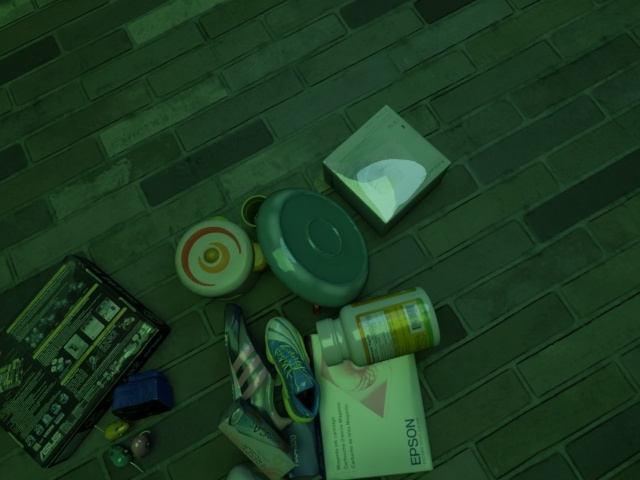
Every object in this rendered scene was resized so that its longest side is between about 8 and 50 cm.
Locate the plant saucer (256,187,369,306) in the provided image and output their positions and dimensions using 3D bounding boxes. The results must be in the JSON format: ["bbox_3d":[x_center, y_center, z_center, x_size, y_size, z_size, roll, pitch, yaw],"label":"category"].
[{"bbox_3d":[0.000,0.000,0.983,0.318,0.044,0.317,23,47,-27],"label":"plant saucer"}]

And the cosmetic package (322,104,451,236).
[{"bbox_3d":[0.162,-0.173,1.075,0.224,0.138,0.224,-43,79,-6],"label":"cosmetic package"}]

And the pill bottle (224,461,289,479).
[{"bbox_3d":[-0.179,0.654,0.877,0.182,0.181,0.323,27,80,9],"label":"pill bottle"}]

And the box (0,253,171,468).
[{"bbox_3d":[-0.621,0.281,1.040,0.318,0.097,0.395,35,81,9],"label":"box"}]

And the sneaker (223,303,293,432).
[{"bbox_3d":[-0.150,0.298,1.005,0.131,0.112,0.318,-12,83,-6],"label":"sneaker"}]

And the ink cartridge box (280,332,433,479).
[{"bbox_3d":[0.069,0.372,0.987,0.330,0.071,0.324,-8,76,1],"label":"ink cartridge box"}]

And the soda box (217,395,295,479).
[{"bbox_3d":[-0.134,0.426,0.906,0.063,0.058,0.183,-41,101,-2],"label":"soda box"}]

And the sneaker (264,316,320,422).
[{"bbox_3d":[-0.050,0.277,0.930,0.091,0.126,0.240,-16,79,-24],"label":"sneaker"}]

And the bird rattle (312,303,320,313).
[{"bbox_3d":[-0.067,0.054,1.012,0.143,0.207,0.253,-28,68,21],"label":"bird rattle"}]

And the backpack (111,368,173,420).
[{"bbox_3d":[-0.425,0.370,1.008,0.120,0.098,0.101,-19,47,-1],"label":"backpack"}]

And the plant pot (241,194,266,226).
[{"bbox_3d":[-0.155,-0.065,1.099,0.083,0.079,0.083,-1,76,4],"label":"plant pot"}]

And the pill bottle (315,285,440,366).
[{"bbox_3d":[0.121,0.195,0.926,0.246,0.136,0.136,-15,76,-1],"label":"pill bottle"}]

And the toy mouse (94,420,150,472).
[{"bbox_3d":[-0.451,0.491,0.988,0.161,0.031,0.143,-17,97,18],"label":"toy mouse"}]

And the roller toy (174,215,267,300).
[{"bbox_3d":[-0.247,0.050,1.043,0.209,0.146,0.191,36,82,10],"label":"roller toy"}]
